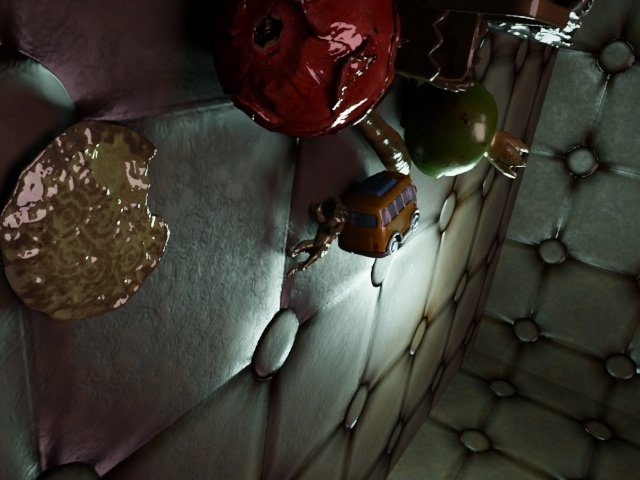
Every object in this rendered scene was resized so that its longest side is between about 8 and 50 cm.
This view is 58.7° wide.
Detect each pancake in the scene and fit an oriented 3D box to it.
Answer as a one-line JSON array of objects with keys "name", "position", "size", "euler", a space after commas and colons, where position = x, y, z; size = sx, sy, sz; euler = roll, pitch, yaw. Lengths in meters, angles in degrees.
[{"name": "pancake", "position": [-0.247, -0.017, 0.622], "size": [0.212, 0.029, 0.235], "euler": [-32, 135, -51]}]

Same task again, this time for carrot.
[{"name": "carrot", "position": [0.124, -0.216, 1.167], "size": [0.342, 0.070, 0.070], "euler": [34, 78, -62]}]

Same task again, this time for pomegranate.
[{"name": "pomegranate", "position": [0.333, -0.246, 1.294], "size": [0.236, 0.301, 0.236], "euler": [-161, -90, -89]}]

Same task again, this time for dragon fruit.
[{"name": "dragon fruit", "position": [-0.015, -0.238, 0.700], "size": [0.252, 0.240, 0.241], "euler": [-13, 121, -43]}]

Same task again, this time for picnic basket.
[{"name": "picnic basket", "position": [0.246, -0.409, 0.982], "size": [0.254, 0.320, 0.292], "euler": [-20, 123, -54]}]

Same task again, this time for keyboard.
[{"name": "keyboard", "position": [0.148, -0.342, 1.181], "size": [0.198, 0.010, 0.064], "euler": [-52, 151, -31]}]

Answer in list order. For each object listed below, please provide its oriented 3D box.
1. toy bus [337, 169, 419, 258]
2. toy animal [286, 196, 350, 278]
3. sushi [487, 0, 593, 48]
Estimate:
[{"name": "toy bus", "position": [0.126, -0.065, 1.215], "size": [0.209, 0.126, 0.136], "euler": [-42, 135, -44]}, {"name": "toy animal", "position": [-0.001, -0.009, 1.068], "size": [0.220, 0.069, 0.086], "euler": [-49, 158, -32]}, {"name": "sushi", "position": [0.460, -0.591, 1.236], "size": [0.282, 0.294, 0.299], "euler": [-67, 167, 8]}]
